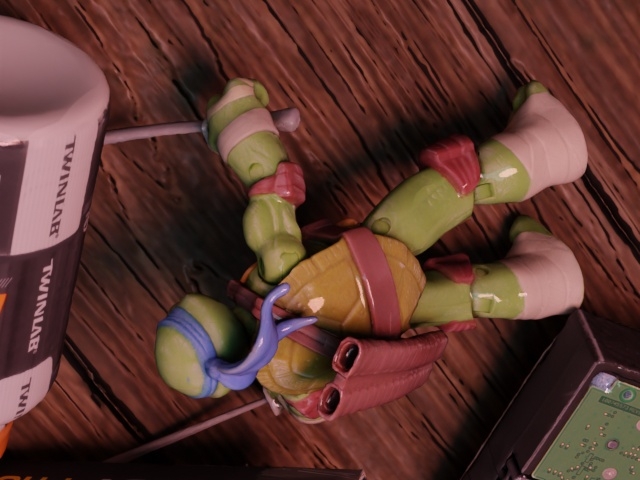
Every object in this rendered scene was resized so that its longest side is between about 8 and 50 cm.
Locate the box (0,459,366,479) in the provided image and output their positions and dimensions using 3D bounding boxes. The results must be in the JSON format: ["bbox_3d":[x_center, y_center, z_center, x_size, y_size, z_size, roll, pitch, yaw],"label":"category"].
[{"bbox_3d":[-0.118,0.323,1.081,0.318,0.097,0.395,0,106,15],"label":"box"}]

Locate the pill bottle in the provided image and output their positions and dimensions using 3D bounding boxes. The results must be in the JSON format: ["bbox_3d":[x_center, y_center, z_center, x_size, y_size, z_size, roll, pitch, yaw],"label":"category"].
[{"bbox_3d":[-0.194,0.012,0.996,0.130,0.130,0.246,8,123,-11],"label":"pill bottle"}]

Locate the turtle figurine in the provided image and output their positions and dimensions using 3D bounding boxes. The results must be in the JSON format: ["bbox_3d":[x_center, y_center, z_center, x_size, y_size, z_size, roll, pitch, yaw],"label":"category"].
[{"bbox_3d":[0.000,0.000,1.051,0.266,0.274,0.198,-17,89,-24],"label":"turtle figurine"}]

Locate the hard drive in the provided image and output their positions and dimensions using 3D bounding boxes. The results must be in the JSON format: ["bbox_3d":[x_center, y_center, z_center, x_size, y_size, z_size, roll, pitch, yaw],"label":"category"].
[{"bbox_3d":[0.243,0.195,1.147,0.338,0.064,0.237,19,116,-20],"label":"hard drive"}]
